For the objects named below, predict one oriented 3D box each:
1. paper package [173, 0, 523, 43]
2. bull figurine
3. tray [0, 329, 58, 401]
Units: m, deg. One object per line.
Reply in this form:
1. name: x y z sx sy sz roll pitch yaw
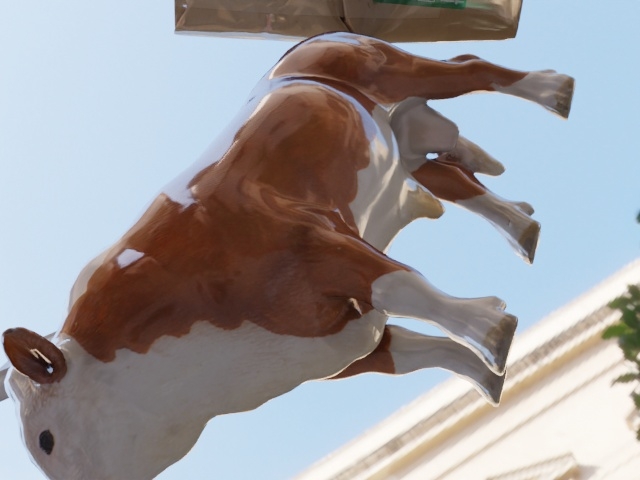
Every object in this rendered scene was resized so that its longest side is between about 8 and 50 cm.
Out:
1. paper package: 0.037 -0.316 1.093 0.325 0.309 0.168 -13 -70 -48
2. bull figurine: 0.000 0.000 0.427 0.188 0.310 0.101 13 -44 13
3. tray: -0.263 0.110 1.096 0.270 0.145 0.030 -23 -78 12
